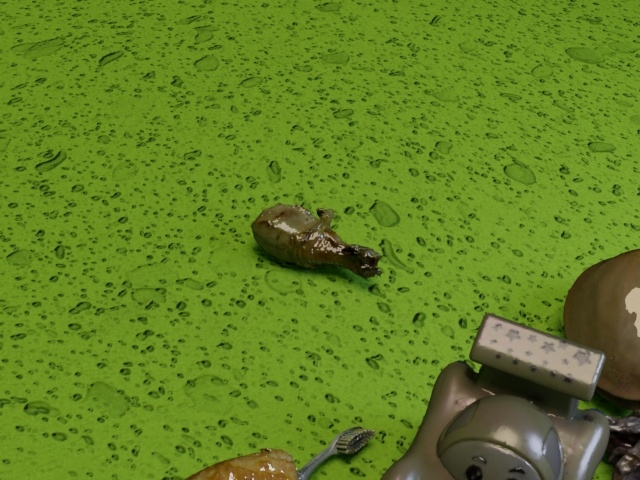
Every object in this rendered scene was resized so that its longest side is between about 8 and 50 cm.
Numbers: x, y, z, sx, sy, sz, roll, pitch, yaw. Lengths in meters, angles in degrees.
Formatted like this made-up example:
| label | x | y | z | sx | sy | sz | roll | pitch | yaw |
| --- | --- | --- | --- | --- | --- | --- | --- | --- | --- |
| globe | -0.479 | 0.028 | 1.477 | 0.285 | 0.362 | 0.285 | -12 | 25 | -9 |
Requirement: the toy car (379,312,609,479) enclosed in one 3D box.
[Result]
| label | x | y | z | sx | sy | sz | roll | pitch | yaw |
| --- | --- | --- | --- | --- | --- | --- | --- | --- | --- |
| toy car | 0.209 | 0.280 | 1.245 | 0.242 | 0.226 | 0.336 | 19 | 37 | 16 |

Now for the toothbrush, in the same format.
| label | x | y | z | sx | sy | sz | roll | pitch | yaw |
| --- | --- | --- | --- | --- | --- | --- | --- | --- | --- |
| toothbrush | -0.058 | 0.314 | 1.285 | 0.037 | 0.028 | 0.375 | -4 | 15 | 44 |

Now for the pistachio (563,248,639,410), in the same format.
| label | x | y | z | sx | sy | sz | roll | pitch | yaw |
| --- | --- | --- | --- | --- | --- | --- | --- | --- | --- |
| pistachio | 0.457 | 0.126 | 1.542 | 0.212 | 0.163 | 0.260 | 8 | 47 | 35 |

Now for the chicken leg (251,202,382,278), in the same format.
| label | x | y | z | sx | sy | sz | roll | pitch | yaw |
| --- | --- | --- | --- | --- | --- | --- | --- | --- | --- |
| chicken leg | 0.000 | 0.000 | 1.681 | 0.227 | 0.088 | 0.103 | 14 | 26 | 15 |

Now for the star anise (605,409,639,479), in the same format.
| label | x | y | z | sx | sy | sz | roll | pitch | yaw |
| --- | --- | --- | --- | --- | --- | --- | --- | --- | --- |
| star anise | 0.461 | 0.280 | 1.371 | 0.209 | 0.089 | 0.231 | -24 | 26 | -34 |

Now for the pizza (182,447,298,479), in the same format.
| label | x | y | z | sx | sy | sz | roll | pitch | yaw |
| --- | --- | --- | --- | --- | --- | --- | --- | --- | --- |
| pizza | -0.081 | 0.383 | 1.135 | 0.279 | 0.075 | 0.288 | -10 | 67 | -50 |
